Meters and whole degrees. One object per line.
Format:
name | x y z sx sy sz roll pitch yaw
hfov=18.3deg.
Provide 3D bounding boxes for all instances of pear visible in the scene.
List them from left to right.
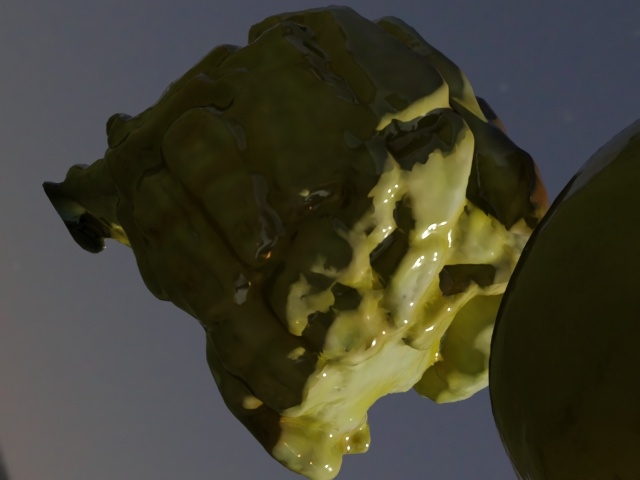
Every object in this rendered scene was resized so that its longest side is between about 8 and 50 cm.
pear | 0.157 0.037 0.688 0.200 0.200 0.200 166 -90 -74

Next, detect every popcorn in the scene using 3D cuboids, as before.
popcorn | 0.007 -0.005 1.181 0.293 0.237 0.293 52 -11 15
